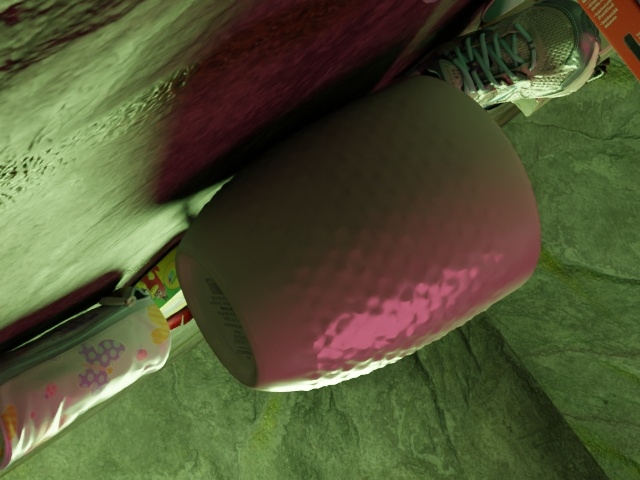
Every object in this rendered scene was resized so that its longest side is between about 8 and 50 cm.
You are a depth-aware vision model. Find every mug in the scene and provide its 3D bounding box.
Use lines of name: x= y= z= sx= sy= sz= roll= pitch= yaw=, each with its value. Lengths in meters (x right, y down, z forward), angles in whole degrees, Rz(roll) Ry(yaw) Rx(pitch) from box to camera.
mug: x=0.000 y=0.000 z=1.116 sx=0.328 sy=0.276 sz=0.374 roll=-29 pitch=-156 yaw=-23

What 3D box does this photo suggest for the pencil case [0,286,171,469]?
pencil case: x=-0.297 y=0.152 z=1.146 sx=0.273 sy=0.113 sz=0.124 roll=-33 pitch=164 yaw=-46

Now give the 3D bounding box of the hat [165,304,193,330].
hat: x=-0.223 y=0.100 z=1.823 sx=0.173 sy=0.183 sz=0.209 roll=-31 pitch=-137 yaw=51

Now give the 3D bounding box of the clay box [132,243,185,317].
clay box: x=-0.198 y=0.060 z=1.339 sx=0.222 sy=0.053 sz=0.127 roll=-41 pitch=174 yaw=39

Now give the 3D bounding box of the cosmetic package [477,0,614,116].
cosmetic package: x=0.361 y=-0.309 z=1.312 sx=0.296 sy=0.129 sz=0.153 roll=-36 pitch=175 yaw=3

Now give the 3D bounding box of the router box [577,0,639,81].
router box: x=0.416 y=-0.276 z=0.933 sx=0.335 sy=0.301 sz=0.082 roll=-36 pitch=176 yaw=-10

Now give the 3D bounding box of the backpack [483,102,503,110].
backpack: x=0.264 y=-0.251 z=1.466 sx=0.105 sy=0.084 sz=0.114 roll=-38 pitch=179 yaw=-18

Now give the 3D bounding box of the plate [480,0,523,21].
plate: x=0.247 y=-0.309 z=1.089 sx=0.188 sy=0.024 sz=0.188 roll=-36 pitch=175 yaw=-4

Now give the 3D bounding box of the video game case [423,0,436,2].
video game case: x=0.216 y=-0.268 z=0.657 sx=0.269 sy=0.061 sz=0.244 roll=-34 pitch=-172 yaw=-30

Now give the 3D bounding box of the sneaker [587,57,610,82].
sneaker: x=0.509 y=-0.374 z=1.840 sx=0.227 sy=0.130 sz=0.087 roll=-37 pitch=178 yaw=-21

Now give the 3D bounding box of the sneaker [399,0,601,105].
sneaker: x=0.196 y=-0.194 z=1.130 sx=0.122 sy=0.110 sz=0.283 roll=-20 pitch=-178 yaw=-29
